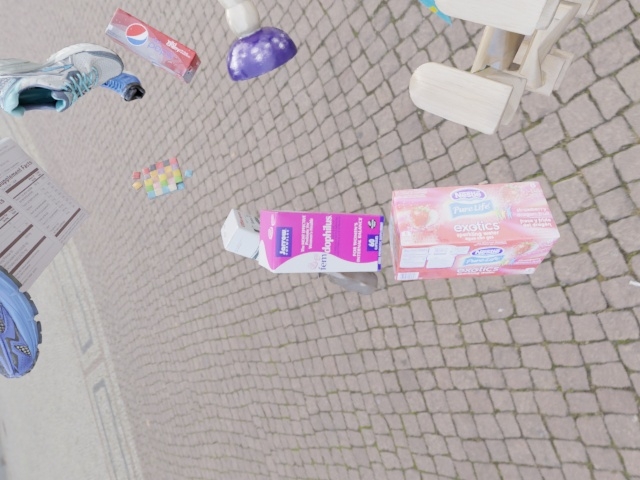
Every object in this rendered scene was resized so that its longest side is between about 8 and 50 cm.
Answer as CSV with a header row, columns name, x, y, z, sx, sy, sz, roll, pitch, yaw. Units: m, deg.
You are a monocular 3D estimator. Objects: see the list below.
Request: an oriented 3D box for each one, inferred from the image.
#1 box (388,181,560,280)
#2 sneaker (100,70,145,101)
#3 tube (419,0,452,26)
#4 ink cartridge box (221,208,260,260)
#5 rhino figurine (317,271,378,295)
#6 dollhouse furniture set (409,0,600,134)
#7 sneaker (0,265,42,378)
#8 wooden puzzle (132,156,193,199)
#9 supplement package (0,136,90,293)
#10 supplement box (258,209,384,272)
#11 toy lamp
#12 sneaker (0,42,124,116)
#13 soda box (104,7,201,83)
name,x,y,z,sx,sy,sz,roll,pitch,yaw
box,0.301,-0.017,0.867,0.154,0.300,0.142,81,-173,-57
sneaker,-0.544,-0.418,1.111,0.058,0.152,0.084,-44,77,27
tube,0.193,-0.503,0.810,0.052,0.207,0.080,-25,57,45
ink cartridge box,-0.195,-0.005,1.302,0.086,0.208,0.153,-61,29,16
rhino figurine,0.048,0.075,1.016,0.106,0.243,0.073,37,101,52
dollhouse furniture set,0.276,-0.420,0.632,0.256,0.362,0.394,32,134,26
sneaker,-0.311,0.033,0.307,0.083,0.087,0.221,-21,116,37
wooden puzzle,-0.215,-0.084,0.563,0.006,0.083,0.049,83,166,-71
supplement package,-0.480,0.022,0.523,0.262,0.145,0.204,-30,30,11
supplement box,0.000,0.000,0.802,0.114,0.220,0.111,-164,76,-68
toy lamp,-0.102,-0.265,0.311,0.080,0.080,0.274,15,141,43
sneaker,-0.563,-0.339,0.912,0.122,0.283,0.110,48,150,18
soda box,-0.514,-0.599,1.285,0.263,0.083,0.092,29,90,-6
